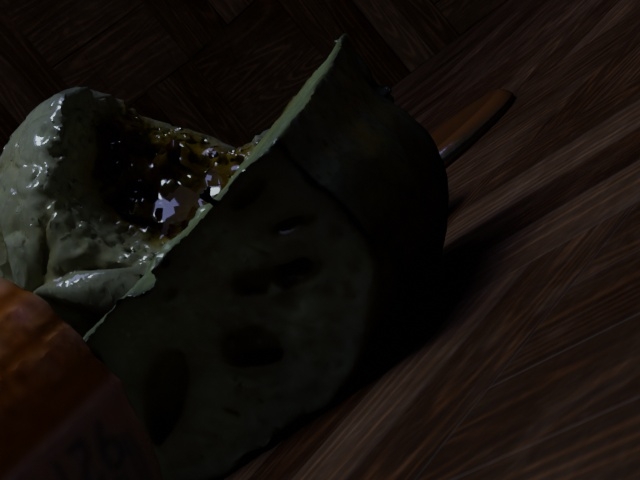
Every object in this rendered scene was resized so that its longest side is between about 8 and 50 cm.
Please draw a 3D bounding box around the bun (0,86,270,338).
[{"bbox_3d":[-0.141,0.026,1.300,0.281,0.281,0.205,-33,28,53],"label":"bun"}]

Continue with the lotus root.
[{"bbox_3d":[-0.020,0.011,1.074,0.267,0.149,0.260,-44,5,31],"label":"lotus root"}]

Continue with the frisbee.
[{"bbox_3d":[0.094,-0.073,1.700,0.251,0.021,0.251,-40,4,3],"label":"frisbee"}]

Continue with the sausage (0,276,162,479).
[{"bbox_3d":[-0.249,0.175,0.853,0.233,0.233,0.287,-34,10,50],"label":"sausage"}]
